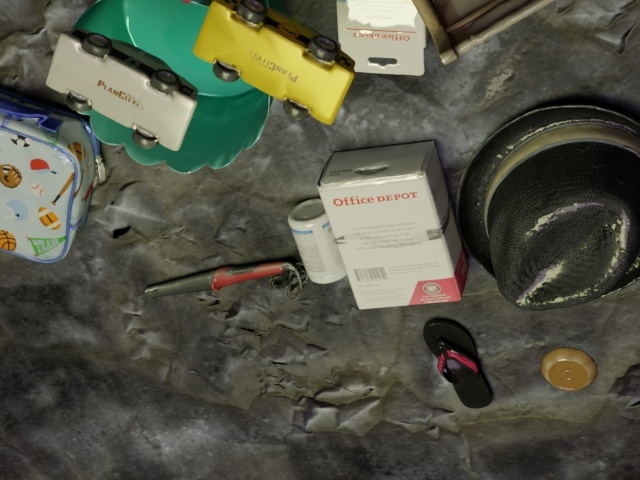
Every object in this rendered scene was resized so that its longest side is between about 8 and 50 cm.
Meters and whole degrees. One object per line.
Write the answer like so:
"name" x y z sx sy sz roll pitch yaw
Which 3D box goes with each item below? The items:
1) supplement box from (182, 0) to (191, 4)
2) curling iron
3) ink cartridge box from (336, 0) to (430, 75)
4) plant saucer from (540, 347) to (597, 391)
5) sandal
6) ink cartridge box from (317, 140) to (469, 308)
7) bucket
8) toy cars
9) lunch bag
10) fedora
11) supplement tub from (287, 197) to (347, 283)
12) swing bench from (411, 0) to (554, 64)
"supplement box" -0.184 -0.382 1.775 0.104 0.188 0.081 32 116 -32
"curling iron" -0.144 0.068 2.230 0.274 0.035 0.068 -7 123 20
"ink cartridge box" 0.082 -0.311 1.866 0.115 0.067 0.198 6 125 12
"plant saucer" 0.367 0.196 2.188 0.083 0.015 0.083 8 127 11
"sandal" 0.209 0.191 2.214 0.067 0.040 0.179 -16 119 26
"ink cartridge box" 0.104 -0.020 2.057 0.158 0.092 0.218 -6 125 21
"bucket" -0.175 -0.247 1.916 0.281 0.183 0.281 7 127 10
"toy cars" -0.139 -0.208 1.768 0.393 0.087 0.177 -8 118 24
"lunch bag" -0.465 -0.111 2.147 0.303 0.115 0.243 18 126 4
"fedora" 0.326 -0.014 1.959 0.334 0.152 0.334 8 127 11
"supplement tub" 0.000 0.000 2.116 0.071 0.071 0.107 -6 123 20
"swing bench" 0.187 -0.382 1.685 0.253 0.165 0.255 -28 118 10
